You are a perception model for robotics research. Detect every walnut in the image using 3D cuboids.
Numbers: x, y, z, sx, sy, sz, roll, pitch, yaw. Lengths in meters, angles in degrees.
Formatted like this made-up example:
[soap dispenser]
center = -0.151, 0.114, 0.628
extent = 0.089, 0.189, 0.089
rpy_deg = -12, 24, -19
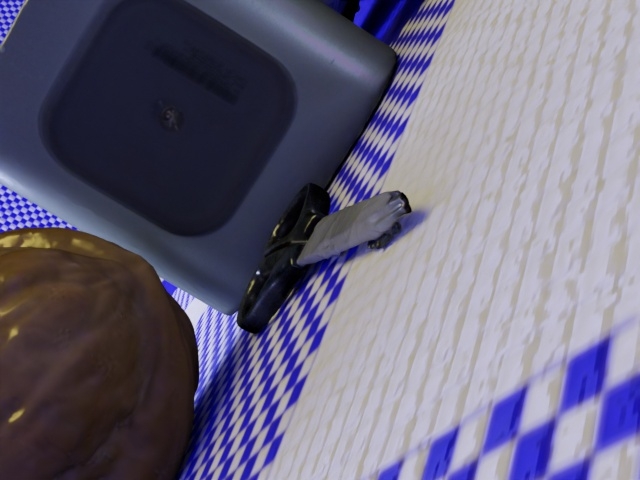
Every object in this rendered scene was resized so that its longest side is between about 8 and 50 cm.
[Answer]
[walnut]
center = -0.199, 0.109, 0.663
extent = 0.257, 0.257, 0.224
rpy_deg = -59, -23, 2

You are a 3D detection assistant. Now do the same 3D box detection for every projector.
[projector]
center = -0.111, -0.119, 0.797
extent = 0.248, 0.249, 0.248
rpy_deg = -57, 10, 11

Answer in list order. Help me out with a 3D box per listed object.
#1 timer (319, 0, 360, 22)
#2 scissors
[timer]
center = -0.002, -0.268, 1.023
extent = 0.237, 0.087, 0.262
rpy_deg = 102, -175, -51
[scissors]
center = 0.000, 0.000, 0.552
extent = 0.109, 0.022, 0.300
rpy_deg = -65, 12, -12
